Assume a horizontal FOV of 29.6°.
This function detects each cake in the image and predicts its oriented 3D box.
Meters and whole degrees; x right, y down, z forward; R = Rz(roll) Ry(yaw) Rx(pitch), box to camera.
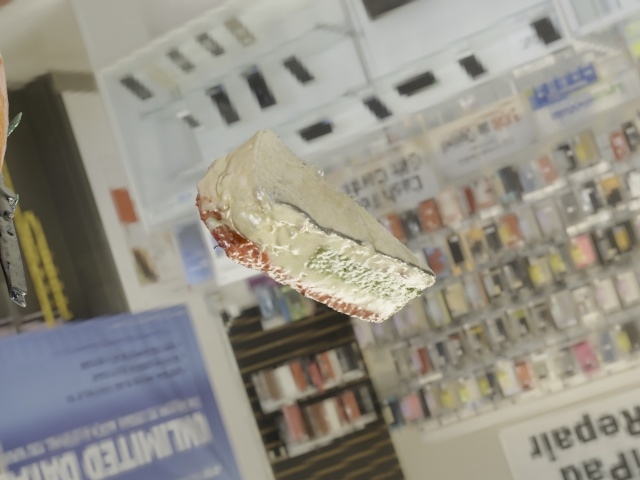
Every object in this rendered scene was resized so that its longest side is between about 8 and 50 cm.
[{"bbox_3d":[-0.006,0.008,1.045,0.086,0.220,0.117,-38,-166,30],"label":"cake"}]

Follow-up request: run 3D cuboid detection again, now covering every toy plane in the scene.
[{"bbox_3d":[-0.342,-0.008,1.164,0.155,0.106,0.382,-45,-156,11],"label":"toy plane"}]

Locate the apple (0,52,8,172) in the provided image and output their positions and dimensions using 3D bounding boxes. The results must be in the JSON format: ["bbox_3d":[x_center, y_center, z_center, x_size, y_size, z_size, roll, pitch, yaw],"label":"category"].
[{"bbox_3d":[-0.369,-0.118,0.844,0.298,0.275,0.299,7,-155,-3],"label":"apple"}]
